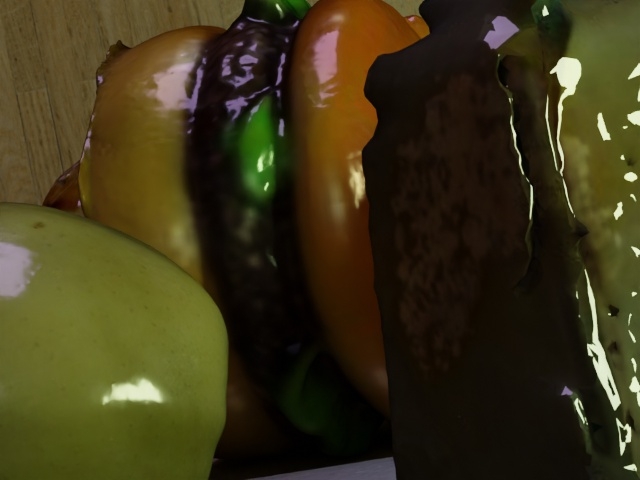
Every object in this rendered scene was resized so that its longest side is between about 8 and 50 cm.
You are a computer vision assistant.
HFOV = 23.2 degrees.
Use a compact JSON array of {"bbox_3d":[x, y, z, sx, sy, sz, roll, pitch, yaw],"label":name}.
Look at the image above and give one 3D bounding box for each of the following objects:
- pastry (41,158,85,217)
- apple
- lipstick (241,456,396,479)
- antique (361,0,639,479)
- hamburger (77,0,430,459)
[{"bbox_3d":[-0.186,0.024,1.978,0.389,0.312,0.388,-13,6,1],"label":"pastry"},{"bbox_3d":[-0.185,0.106,0.991,0.262,0.262,0.262,-11,2,0],"label":"apple"},{"bbox_3d":[-0.121,0.180,0.809,0.371,0.076,0.080,-10,2,7],"label":"lipstick"},{"bbox_3d":[0.100,0.044,0.548,0.125,0.284,0.150,-13,4,-32],"label":"antique"},{"bbox_3d":[0.000,0.000,1.291,0.277,0.395,0.396,-10,2,17],"label":"hamburger"}]
